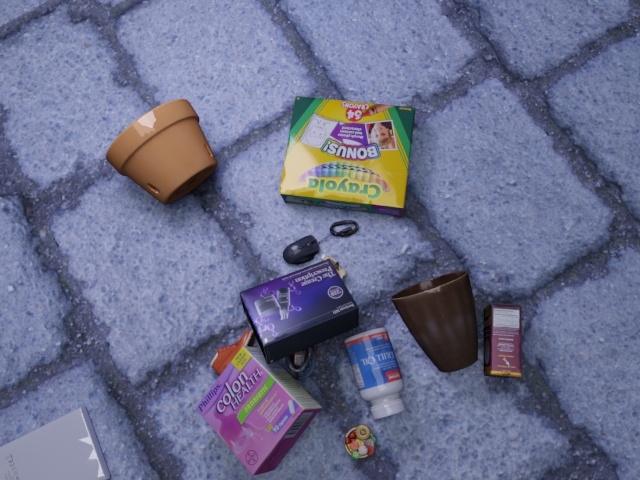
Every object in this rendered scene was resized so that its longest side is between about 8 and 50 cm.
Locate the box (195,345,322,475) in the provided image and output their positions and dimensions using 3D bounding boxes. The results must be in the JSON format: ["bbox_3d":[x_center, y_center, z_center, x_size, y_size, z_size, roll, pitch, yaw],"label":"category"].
[{"bbox_3d":[-0.161,0.436,1.476,0.243,0.117,0.213,40,95,28],"label":"box"}]

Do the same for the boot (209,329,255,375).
[{"bbox_3d":[-0.247,0.309,1.597,0.085,0.059,0.157,30,81,16],"label":"boot"}]

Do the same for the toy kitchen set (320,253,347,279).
[{"bbox_3d":[0.022,0.089,1.626,0.083,0.068,0.075,38,81,13],"label":"toy kitchen set"}]

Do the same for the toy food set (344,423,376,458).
[{"bbox_3d":[0.107,0.544,1.526,0.083,0.020,0.082,-28,75,-4],"label":"toy food set"}]

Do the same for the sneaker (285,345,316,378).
[{"bbox_3d":[-0.051,0.247,1.561,0.104,0.125,0.261,-4,75,3],"label":"sneaker"}]

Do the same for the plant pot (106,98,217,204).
[{"bbox_3d":[-0.439,-0.242,1.655,0.291,0.291,0.203,-39,93,-6],"label":"plant pot"}]

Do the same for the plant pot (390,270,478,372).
[{"bbox_3d":[0.328,0.225,1.513,0.216,0.215,0.230,-20,89,-1],"label":"plant pot"}]

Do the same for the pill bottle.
[{"bbox_3d":[0.152,0.355,1.519,0.124,0.124,0.221,-18,75,0],"label":"pill bottle"}]

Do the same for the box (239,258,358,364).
[{"bbox_3d":[-0.055,0.182,1.487,0.261,0.103,0.184,-21,54,-14],"label":"box"}]

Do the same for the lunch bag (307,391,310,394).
[{"bbox_3d":[-0.067,0.458,1.538,0.065,0.067,0.098,6,77,6],"label":"lunch bag"}]

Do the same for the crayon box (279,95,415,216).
[{"bbox_3d":[0.083,-0.252,1.690,0.363,0.106,0.312,7,76,6],"label":"crayon box"}]

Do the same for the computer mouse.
[{"bbox_3d":[0.000,0.000,1.665,0.242,0.041,0.071,-28,74,-4],"label":"computer mouse"}]

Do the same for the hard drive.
[{"bbox_3d":[-0.763,0.627,1.559,0.319,0.040,0.210,-26,75,-3],"label":"hard drive"}]

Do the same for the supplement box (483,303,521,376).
[{"bbox_3d":[0.488,0.271,1.526,0.081,0.104,0.188,3,75,5],"label":"supplement box"}]
